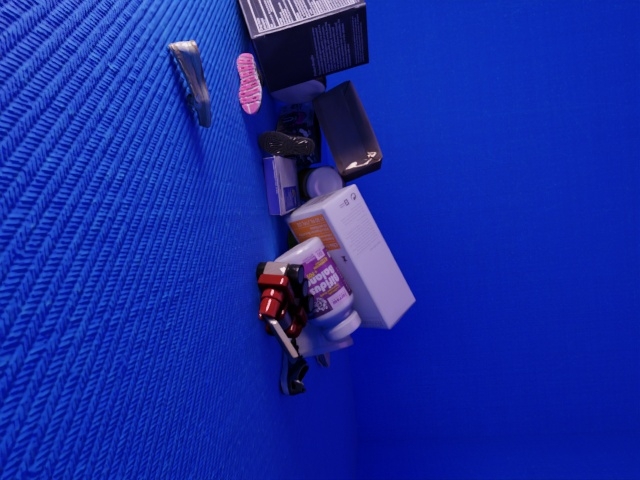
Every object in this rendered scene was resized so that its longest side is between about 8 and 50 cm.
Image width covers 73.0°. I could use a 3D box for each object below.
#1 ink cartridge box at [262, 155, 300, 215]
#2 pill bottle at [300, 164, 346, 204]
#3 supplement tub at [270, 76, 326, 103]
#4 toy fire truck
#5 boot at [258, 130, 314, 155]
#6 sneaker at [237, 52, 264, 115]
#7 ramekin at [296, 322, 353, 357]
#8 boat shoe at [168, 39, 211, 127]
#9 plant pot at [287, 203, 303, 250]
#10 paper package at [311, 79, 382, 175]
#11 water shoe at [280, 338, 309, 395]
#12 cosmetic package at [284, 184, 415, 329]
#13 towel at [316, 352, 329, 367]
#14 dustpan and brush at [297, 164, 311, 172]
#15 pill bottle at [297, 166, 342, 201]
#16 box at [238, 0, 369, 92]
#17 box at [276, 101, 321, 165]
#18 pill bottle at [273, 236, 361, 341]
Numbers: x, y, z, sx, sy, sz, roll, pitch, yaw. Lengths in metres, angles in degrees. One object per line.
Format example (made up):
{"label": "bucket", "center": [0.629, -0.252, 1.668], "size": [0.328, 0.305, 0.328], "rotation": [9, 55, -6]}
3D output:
{"label": "ink cartridge box", "center": [-0.127, -0.180, 1.415], "size": [0.371, 0.069, 0.175], "rotation": [-64, 148, -81]}
{"label": "pill bottle", "center": [0.023, -0.248, 2.069], "size": [0.361, 0.205, 0.203], "rotation": [-72, 156, -70]}
{"label": "supplement tub", "center": [-0.092, -0.674, 1.513], "size": [0.207, 0.208, 0.337], "rotation": [38, 47, -80]}
{"label": "toy fire truck", "center": [-0.094, 0.205, 1.124], "size": [0.216, 0.159, 0.246], "rotation": [76, 24, -48]}
{"label": "boot", "center": [-0.125, -0.324, 1.396], "size": [0.208, 0.190, 0.075], "rotation": [-126, -132, -58]}
{"label": "sneaker", "center": [-0.182, -0.413, 1.169], "size": [0.075, 0.063, 0.170], "rotation": [28, 51, -74]}
{"label": "ramekin", "center": [-0.001, 0.326, 1.481], "size": [0.207, 0.208, 0.108], "rotation": [47, 28, -78]}
{"label": "boat shoe", "center": [-0.233, -0.279, 0.786], "size": [0.056, 0.048, 0.152], "rotation": [-123, -156, -50]}
{"label": "plant pot", "center": [0.000, 0.000, 1.698], "size": [0.227, 0.208, 0.228], "rotation": [78, 11, -45]}
{"label": "paper package", "center": [0.107, -0.394, 1.639], "size": [0.325, 0.168, 0.309], "rotation": [-18, 86, -83]}
{"label": "water shoe", "center": [-0.073, 0.381, 1.323], "size": [0.203, 0.080, 0.072], "rotation": [-88, 170, -46]}
{"label": "cosmetic package", "center": [0.098, 0.065, 1.439], "size": [0.162, 0.230, 0.452], "rotation": [-39, 106, -34]}
{"label": "towel", "center": [-0.001, 0.446, 1.962], "size": [0.282, 0.049, 0.187], "rotation": [75, 11, -47]}
{"label": "dustpan and brush", "center": [-0.076, -0.308, 1.833], "size": [0.060, 0.147, 0.211], "rotation": [-59, -161, -12]}
{"label": "pill bottle", "center": [-0.027, -0.210, 1.645], "size": [0.246, 0.137, 0.136], "rotation": [-160, -119, -66]}
{"label": "box", "center": [-0.054, -0.598, 1.192], "size": [0.182, 0.295, 0.296], "rotation": [76, -3, -56]}
{"label": "box", "center": [-0.079, -0.415, 1.667], "size": [0.247, 0.142, 0.163], "rotation": [-90, 170, -51]}
{"label": "pill bottle", "center": [-0.002, 0.154, 1.332], "size": [0.301, 0.169, 0.169], "rotation": [58, 11, -6]}
